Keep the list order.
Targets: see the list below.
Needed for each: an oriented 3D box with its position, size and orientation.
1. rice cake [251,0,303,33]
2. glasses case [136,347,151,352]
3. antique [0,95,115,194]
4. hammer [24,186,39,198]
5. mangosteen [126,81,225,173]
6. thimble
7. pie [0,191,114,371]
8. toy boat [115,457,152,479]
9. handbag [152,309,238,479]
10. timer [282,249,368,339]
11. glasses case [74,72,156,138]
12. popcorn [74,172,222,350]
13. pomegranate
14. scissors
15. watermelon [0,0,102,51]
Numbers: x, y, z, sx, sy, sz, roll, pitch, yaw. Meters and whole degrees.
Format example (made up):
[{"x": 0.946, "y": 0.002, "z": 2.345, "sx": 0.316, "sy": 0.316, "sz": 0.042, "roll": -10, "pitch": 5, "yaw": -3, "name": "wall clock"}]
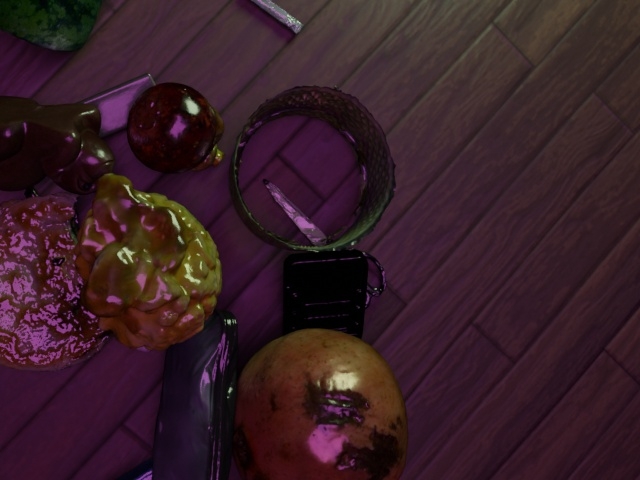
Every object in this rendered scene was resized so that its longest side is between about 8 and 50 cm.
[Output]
[{"x": -0.084, "y": -0.406, "z": 1.235, "sx": 0.121, "sy": 0.021, "sz": 0.022, "roll": 35, "pitch": 96, "yaw": -11, "name": "rice cake"}, {"x": -0.265, "y": 0.074, "z": 1.185, "sx": 0.059, "sy": 0.092, "sz": 0.233, "roll": 18, "pitch": 90, "yaw": -4, "name": "glasses case"}, {"x": -0.441, "y": -0.139, "z": 1.103, "sx": 0.257, "sy": 0.121, "sz": 0.143, "roll": 5, "pitch": 123, "yaw": 6, "name": "antique"}, {"x": -0.452, "y": -0.016, "z": 1.182, "sx": 0.065, "sy": 0.021, "sz": 0.178, "roll": -31, "pitch": 97, "yaw": -7, "name": "hammer"}, {"x": -0.228, "y": -0.184, "z": 1.155, "sx": 0.156, "sy": 0.181, "sz": 0.145, "roll": -3, "pitch": 97, "yaw": 32, "name": "mangosteen"}, {"x": -0.021, "y": -0.109, "z": 1.181, "sx": 0.271, "sy": 0.150, "sz": 0.270, "roll": 1, "pitch": 87, "yaw": -13, "name": "thimble"}, {"x": -0.447, "y": 0.069, "z": 1.142, "sx": 0.303, "sy": 0.067, "sz": 0.302, "roll": 0, "pitch": 92, "yaw": -10, "name": "pie"}, {"x": -0.286, "y": 0.422, "z": 1.203, "sx": 0.185, "sy": 0.075, "sz": 0.077, "roll": -30, "pitch": 95, "yaw": -13, "name": "toy boat"}, {"x": -0.204, "y": 0.264, "z": 1.127, "sx": 0.075, "sy": 0.192, "sz": 0.332, "roll": 13, "pitch": 72, "yaw": -37, "name": "handbag"}, {"x": 0.005, "y": 0.102, "z": 1.225, "sx": 0.144, "sy": 0.055, "sz": 0.187, "roll": -4, "pitch": 121, "yaw": -12, "name": "timer"}, {"x": -0.358, "y": -0.213, "z": 1.181, "sx": 0.191, "sy": 0.042, "sz": 0.072, "roll": -26, "pitch": 105, "yaw": -9, "name": "glasses case"}, {"x": -0.262, "y": 0.027, "z": 1.028, "sx": 0.206, "sy": 0.237, "sz": 0.251, "roll": -16, "pitch": 130, "yaw": 7, "name": "popcorn"}, {"x": -0.006, "y": 0.304, "z": 1.138, "sx": 0.322, "sy": 0.322, "sz": 0.322, "roll": 0, "pitch": 92, "yaw": -11, "name": "pomegranate"}, {"x": 0.000, "y": 0.000, "z": 1.268, "sx": 0.109, "sy": 0.022, "sz": 0.300, "roll": -43, "pitch": 99, "yaw": -10, "name": "scissors"}, {"x": -0.424, "y": -0.459, "z": 1.113, "sx": 0.222, "sy": 0.319, "sz": 0.292, "roll": 31, "pitch": 93, "yaw": -45, "name": "watermelon"}]
